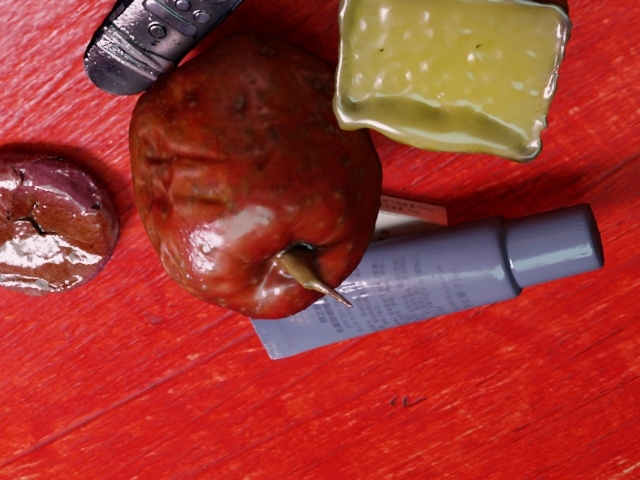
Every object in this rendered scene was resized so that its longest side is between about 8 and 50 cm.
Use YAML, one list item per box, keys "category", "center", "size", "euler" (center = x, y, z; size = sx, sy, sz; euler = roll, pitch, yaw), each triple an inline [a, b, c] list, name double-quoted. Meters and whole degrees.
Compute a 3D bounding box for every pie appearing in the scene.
- category: "pie"
  center: [-0.298, -0.017, 1.813]
  size: [0.182, 0.050, 0.182]
  euler: [3, 129, 4]

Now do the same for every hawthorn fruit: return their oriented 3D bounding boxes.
- category: "hawthorn fruit"
  center: [-0.063, -0.061, 1.632]
  size: [0.258, 0.262, 0.258]
  euler: [10, 143, 8]

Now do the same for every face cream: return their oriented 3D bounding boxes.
- category: "face cream"
  center: [0.100, 0.038, 1.787]
  size: [0.385, 0.086, 0.136]
  euler: [-14, 127, 17]

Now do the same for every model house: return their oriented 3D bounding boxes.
- category: "model house"
  center: [0.126, -0.204, 1.521]
  size: [0.193, 0.234, 0.175]
  euler: [10, 125, 6]

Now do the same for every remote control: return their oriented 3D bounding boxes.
- category: "remote control"
  center: [-0.130, -0.232, 1.617]
  size: [0.090, 0.066, 0.266]
  euler: [37, 127, -18]

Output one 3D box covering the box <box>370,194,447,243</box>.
- category: "box"
  center: [0.000, 0.000, 1.828]
  size: [0.245, 0.035, 0.139]
  euler: [10, 131, -7]
